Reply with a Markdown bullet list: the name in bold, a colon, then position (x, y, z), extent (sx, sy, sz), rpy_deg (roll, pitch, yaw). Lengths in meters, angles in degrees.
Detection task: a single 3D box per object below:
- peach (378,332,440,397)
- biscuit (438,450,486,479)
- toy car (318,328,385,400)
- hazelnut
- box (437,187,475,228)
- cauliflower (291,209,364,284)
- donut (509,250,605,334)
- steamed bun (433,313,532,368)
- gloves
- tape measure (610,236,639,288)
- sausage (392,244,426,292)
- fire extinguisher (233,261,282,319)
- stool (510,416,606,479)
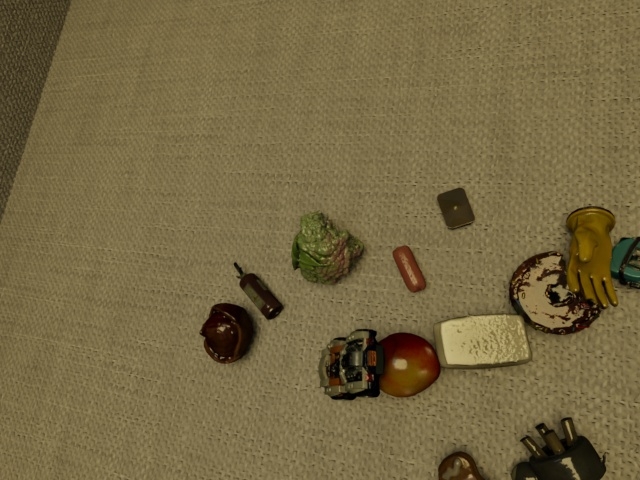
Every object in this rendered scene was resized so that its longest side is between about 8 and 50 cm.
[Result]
- **peach**: position (0.250, 0.356, 1.210), extent (0.198, 0.197, 0.197), rpy_deg (-5, 74, 18)
- **biscuit**: position (0.465, 0.746, 1.050), extent (0.432, 0.064, 0.282), rpy_deg (33, 105, 24)
- **toy car**: position (0.088, 0.357, 1.214), extent (0.118, 0.301, 0.193), rpy_deg (11, 65, -16)
- **hazelnut**: position (-0.315, 0.313, 1.413), extent (0.170, 0.161, 0.201), rpy_deg (2, 79, 46)
- **box**: position (0.434, -0.101, 1.343), extent (0.091, 0.031, 0.125), rpy_deg (-20, 70, 13)
- **cauliflower**: position (0.000, 0.000, 1.384), extent (0.239, 0.256, 0.315), rpy_deg (-28, 39, 14)
- **donut**: position (0.647, 0.155, 1.169), extent (0.230, 0.096, 0.216), rpy_deg (39, 92, 24)
- **steamed bun**: position (0.443, 0.282, 1.166), extent (0.242, 0.164, 0.146), rpy_deg (-8, 72, 11)
- **gloves**: position (0.714, 0.053, 1.094), extent (0.133, 0.116, 0.294), rpy_deg (20, 53, 6)
- **tape measure**: position (0.854, 0.061, 1.130), extent (0.125, 0.081, 0.146), rpy_deg (29, 83, 40)
- **sausage**: position (0.282, 0.091, 1.327), extent (0.062, 0.062, 0.154), rpy_deg (-26, 70, 11)
- **fire extinguisher**: position (-0.228, 0.167, 1.461), extent (0.071, 0.099, 0.231), rpy_deg (-37, 67, -17)
- **stool**: position (0.583, 0.551, 1.053), extent (0.228, 0.153, 0.139), rpy_deg (-31, 69, 9)
